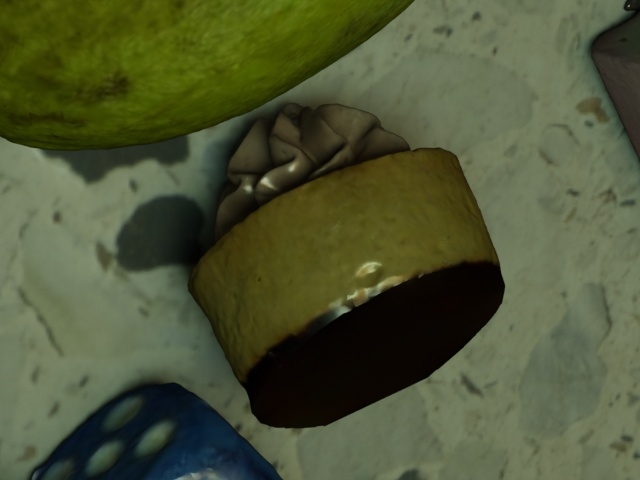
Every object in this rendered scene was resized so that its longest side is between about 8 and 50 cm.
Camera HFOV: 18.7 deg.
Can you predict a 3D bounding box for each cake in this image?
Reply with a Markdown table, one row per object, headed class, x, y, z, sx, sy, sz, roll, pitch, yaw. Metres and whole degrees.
| class | x | y | z | sx | sy | sz | roll | pitch | yaw |
| --- | --- | --- | --- | --- | --- | --- | --- | --- | --- |
| cake | 0.000 | 0.000 | 1.254 | 0.185 | 0.178 | 0.208 | -10 | 147 | -39 |

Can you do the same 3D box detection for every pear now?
| class | x | y | z | sx | sy | sz | roll | pitch | yaw |
| --- | --- | --- | --- | --- | --- | --- | --- | --- | --- |
| pear | -0.077 | -0.243 | 1.044 | 0.413 | 0.352 | 0.352 | -46 | 119 | -6 |

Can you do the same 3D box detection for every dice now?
| class | x | y | z | sx | sy | sz | roll | pitch | yaw |
| --- | --- | --- | --- | --- | --- | --- | --- | --- | --- |
| dice | -0.097 | 0.189 | 1.256 | 0.146 | 0.143 | 0.146 | -44 | 118 | -10 |

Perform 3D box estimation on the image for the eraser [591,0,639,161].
| class | x | y | z | sx | sy | sz | roll | pitch | yaw |
| --- | --- | --- | --- | --- | --- | --- | --- | --- | --- |
| eraser | 0.387 | -0.063 | 1.444 | 0.272 | 0.122 | 0.359 | -35 | 117 | -14 |
